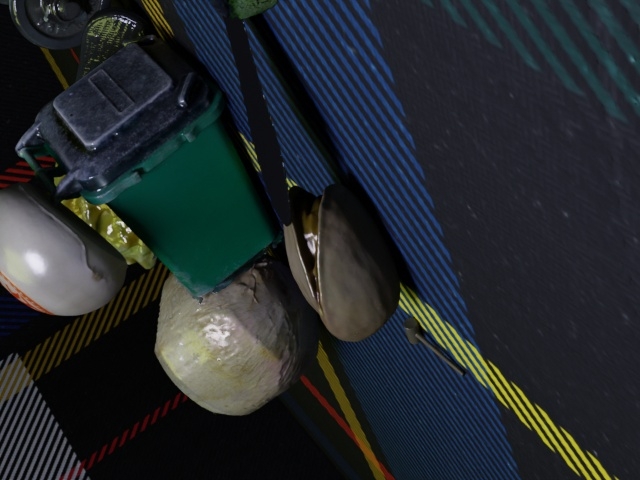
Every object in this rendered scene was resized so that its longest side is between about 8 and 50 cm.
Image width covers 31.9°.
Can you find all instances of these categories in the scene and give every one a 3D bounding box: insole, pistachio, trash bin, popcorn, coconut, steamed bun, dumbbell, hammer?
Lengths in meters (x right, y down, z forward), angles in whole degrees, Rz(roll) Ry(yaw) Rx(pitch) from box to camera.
[{"bbox_3d":[-0.077,-0.169,1.286,0.109,0.007,0.322,-160,54,-69],"label":"insole"},{"bbox_3d":[0.020,0.025,1.361,0.129,0.131,0.206,-10,119,29],"label":"pistachio"},{"bbox_3d":[-0.256,-0.093,1.792,0.259,0.295,0.381,44,170,45],"label":"trash bin"},{"bbox_3d":[-0.363,-0.095,2.098,0.279,0.335,0.274,-43,45,51],"label":"popcorn"},{"bbox_3d":[-0.142,0.145,1.997,0.297,0.254,0.297,49,-165,-18],"label":"coconut"},{"bbox_3d":[-0.408,0.027,1.665,0.232,0.145,0.232,39,179,1],"label":"steamed bun"},{"bbox_3d":[-0.503,-0.463,1.977,0.406,0.179,0.179,43,163,48],"label":"dumbbell"},{"bbox_3d":[0.149,0.141,1.446,0.110,0.019,0.035,38,160,39],"label":"hammer"}]

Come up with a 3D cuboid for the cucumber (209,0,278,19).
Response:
[{"bbox_3d":[-0.097,-0.300,1.070,0.193,0.085,0.115,66,167,-18],"label":"cucumber"}]

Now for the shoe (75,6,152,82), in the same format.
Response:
[{"bbox_3d":[-0.346,-0.326,1.899,0.108,0.093,0.241,29,142,-7],"label":"shoe"}]
